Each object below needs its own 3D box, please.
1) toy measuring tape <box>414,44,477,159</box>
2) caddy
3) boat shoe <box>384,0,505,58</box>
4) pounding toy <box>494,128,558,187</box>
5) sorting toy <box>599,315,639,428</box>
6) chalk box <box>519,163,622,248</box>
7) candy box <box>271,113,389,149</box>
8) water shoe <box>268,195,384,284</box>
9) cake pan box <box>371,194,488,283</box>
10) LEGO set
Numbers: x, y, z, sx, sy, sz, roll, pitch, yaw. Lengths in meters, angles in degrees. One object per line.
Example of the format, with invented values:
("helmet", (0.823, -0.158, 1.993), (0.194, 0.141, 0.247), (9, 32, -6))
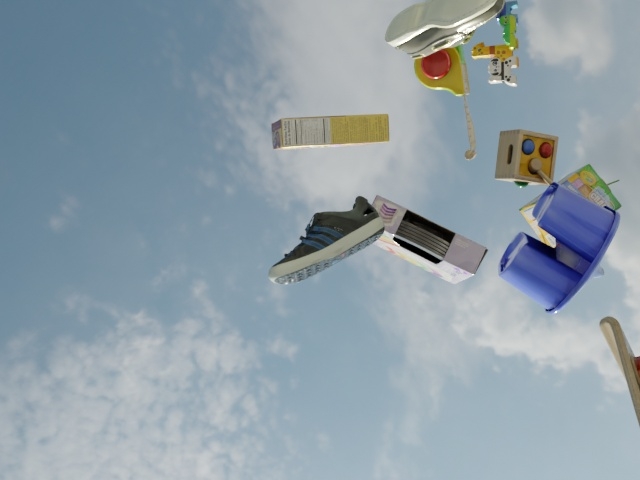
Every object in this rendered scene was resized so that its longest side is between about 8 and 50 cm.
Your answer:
("toy measuring tape", (0.286, -0.346, 1.673), (0.121, 0.121, 0.330), (-15, -81, -40))
("caddy", (0.500, 0.020, 1.476), (0.179, 0.241, 0.341), (32, -166, 8))
("boat shoe", (0.262, -0.446, 1.463), (0.091, 0.305, 0.109), (30, -108, -31))
("pounding toy", (0.475, -0.168, 1.603), (0.130, 0.100, 0.141), (6, -89, -24))
("sorting toy", (0.432, 0.262, 0.872), (0.307, 0.041, 0.229), (55, -158, -26))
("chalk box", (0.615, -0.091, 1.725), (0.213, 0.132, 0.132), (-36, -95, -6))
("candy box", (0.015, -0.188, 1.247), (0.187, 0.109, 0.053), (-3, -84, -12))
("water shoe", (0.000, 0.000, 1.126), (0.203, 0.073, 0.080), (-25, -106, -16))
("cake pan box", (0.208, 0.003, 1.509), (0.246, 0.267, 0.070), (25, -96, 3))
("LEGO set", (0.349, -0.412, 1.448), (0.087, 0.093, 0.227), (11, -102, -70))
